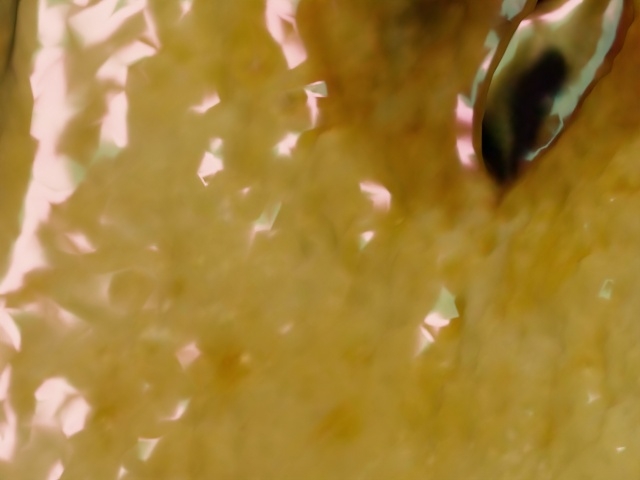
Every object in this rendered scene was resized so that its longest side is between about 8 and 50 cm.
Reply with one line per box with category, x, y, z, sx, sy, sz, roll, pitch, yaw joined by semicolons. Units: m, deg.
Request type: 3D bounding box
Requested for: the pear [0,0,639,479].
pear;0.000;0.000;0.438;0.238;0.164;0.255;3;108;-33
